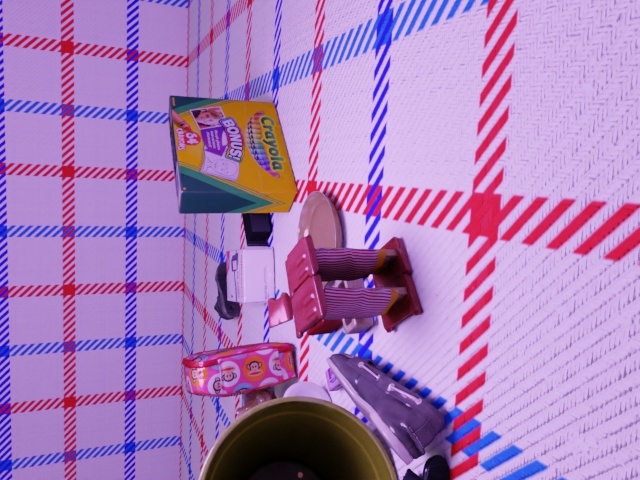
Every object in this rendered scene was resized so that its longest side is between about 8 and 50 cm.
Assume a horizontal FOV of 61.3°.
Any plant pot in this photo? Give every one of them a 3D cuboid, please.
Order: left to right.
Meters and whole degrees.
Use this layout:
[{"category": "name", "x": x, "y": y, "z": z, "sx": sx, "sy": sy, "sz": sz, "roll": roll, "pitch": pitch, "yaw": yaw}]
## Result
[{"category": "plant pot", "x": -0.061, "y": 0.548, "z": 1.102, "sx": 0.353, "sy": 0.366, "sz": 0.367, "roll": 106, "pitch": 154, "yaw": -58}, {"category": "plant pot", "x": 0.000, "y": 0.000, "z": 1.297, "sx": 0.236, "sy": 0.032, "sz": 0.237, "roll": 180, "pitch": 90, "yaw": -66}]

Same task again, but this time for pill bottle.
[{"category": "pill bottle", "x": -0.058, "y": 0.451, "z": 1.322, "sx": 0.221, "sy": 0.121, "sz": 0.121, "roll": 112, "pitch": 148, "yaw": -42}]

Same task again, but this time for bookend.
[{"category": "bookend", "x": -0.188, "y": -0.086, "z": 1.684, "sx": 0.157, "sy": 0.072, "sz": 0.156, "roll": 127, "pitch": 136, "yaw": -54}]

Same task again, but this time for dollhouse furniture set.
[{"category": "dollhouse furniture set", "x": 0.010, "y": 0.136, "z": 1.060, "sx": 0.374, "sy": 0.201, "sz": 0.152, "roll": 129, "pitch": 136, "yaw": -55}]

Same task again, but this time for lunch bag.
[{"category": "lunch bag", "x": -0.235, "y": 0.360, "z": 1.524, "sx": 0.258, "sy": 0.293, "sz": 0.120, "roll": 157, "pitch": 107, "yaw": -65}]

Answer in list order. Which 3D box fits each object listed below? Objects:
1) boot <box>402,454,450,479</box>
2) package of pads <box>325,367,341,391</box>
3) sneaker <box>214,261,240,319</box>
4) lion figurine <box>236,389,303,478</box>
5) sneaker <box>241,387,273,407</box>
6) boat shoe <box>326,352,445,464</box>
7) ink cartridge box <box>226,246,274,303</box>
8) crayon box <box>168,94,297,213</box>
[{"category": "boot", "x": 0.170, "y": 0.403, "z": 0.890, "sx": 0.099, "sy": 0.045, "sz": 0.121, "roll": 172, "pitch": 97, "yaw": -69}, {"category": "package of pads", "x": 0.039, "y": 0.300, "z": 1.205, "sx": 0.083, "sy": 0.031, "sz": 0.050, "roll": 123, "pitch": 139, "yaw": -52}, {"category": "sneaker", "x": -0.377, "y": 0.204, "z": 2.109, "sx": 0.130, "sy": 0.087, "sz": 0.228, "roll": -38, "pitch": 61, "yaw": 54}, {"category": "lion figurine", "x": -0.101, "y": 0.598, "z": 1.448, "sx": 0.392, "sy": 0.142, "sz": 0.240, "roll": 36, "pitch": 116, "yaw": 46}, {"category": "sneaker", "x": -0.204, "y": 0.573, "z": 1.681, "sx": 0.121, "sy": 0.108, "sz": 0.302, "roll": -22, "pitch": 71, "yaw": 61}, {"category": "boat shoe", "x": 0.112, "y": 0.281, "z": 0.990, "sx": 0.112, "sy": 0.095, "sz": 0.335, "roll": 59, "pitch": 170, "yaw": -20}, {"category": "ink cartridge box", "x": -0.231, "y": 0.113, "z": 1.750, "sx": 0.237, "sy": 0.100, "sz": 0.172, "roll": 171, "pitch": 97, "yaw": -67}, {"category": "crayon box", "x": -0.259, "y": -0.248, "z": 1.543, "sx": 0.106, "sy": 0.313, "sz": 0.363, "roll": 116, "pitch": 146, "yaw": -51}]
